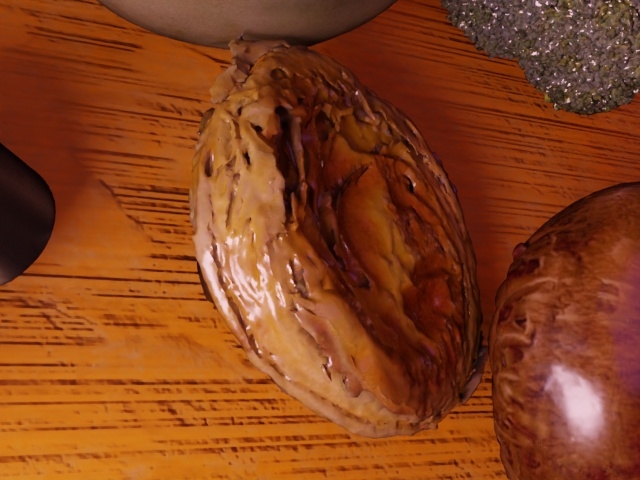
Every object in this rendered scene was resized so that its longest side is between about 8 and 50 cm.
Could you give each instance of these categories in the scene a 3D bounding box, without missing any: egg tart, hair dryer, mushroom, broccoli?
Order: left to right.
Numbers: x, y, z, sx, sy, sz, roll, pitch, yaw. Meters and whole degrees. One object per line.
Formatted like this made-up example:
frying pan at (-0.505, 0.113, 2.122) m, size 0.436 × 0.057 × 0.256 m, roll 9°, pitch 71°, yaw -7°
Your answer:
hair dryer at (-0.267, -0.094, 0.590) m, size 0.078 × 0.195 × 0.248 m, roll -46°, pitch 66°, yaw -6°
egg tart at (0.000, 0.000, 0.736) m, size 0.297 × 0.132 × 0.297 m, roll 31°, pitch 44°, yaw -36°
broccoli at (0.241, -0.272, 1.067) m, size 0.221 × 0.252 × 0.361 m, roll 38°, pitch 12°, yaw -14°
mushroom at (0.195, 0.084, 0.754) m, size 0.153 × 0.253 × 0.253 m, roll 8°, pitch 44°, yaw 20°

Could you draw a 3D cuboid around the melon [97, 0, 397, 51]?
melon at (-0.041, -0.256, 0.774) m, size 0.308 × 0.272 × 0.272 m, roll -26°, pitch 77°, yaw -11°
